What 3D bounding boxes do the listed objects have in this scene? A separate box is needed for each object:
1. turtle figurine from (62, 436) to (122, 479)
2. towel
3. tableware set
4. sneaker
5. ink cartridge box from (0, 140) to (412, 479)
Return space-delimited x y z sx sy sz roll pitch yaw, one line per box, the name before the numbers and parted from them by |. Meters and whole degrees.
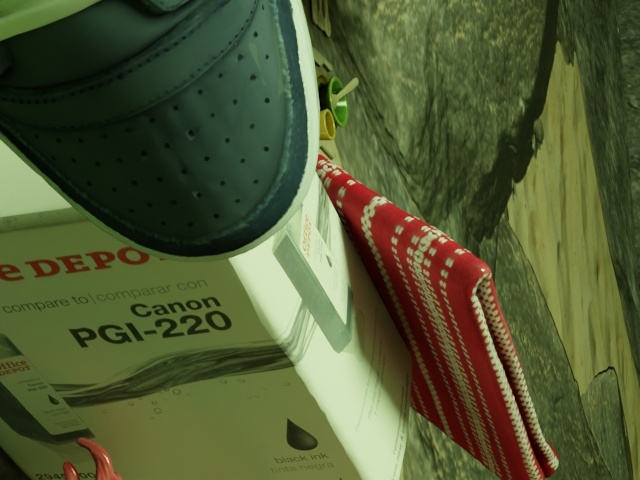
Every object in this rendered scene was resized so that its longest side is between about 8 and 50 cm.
turtle figurine | -0.100 0.173 0.534 0.175 0.118 0.234 -61 174 26
towel | 0.000 0.000 0.713 0.031 0.275 0.199 -43 143 -14
tableware set | -0.001 -0.142 1.064 0.104 0.024 0.154 33 52 -64
sneaker | -0.080 -0.095 0.310 0.153 0.099 0.282 -101 165 -68
ink cartridge box | -0.070 0.027 0.597 0.218 0.159 0.092 62 28 -43
